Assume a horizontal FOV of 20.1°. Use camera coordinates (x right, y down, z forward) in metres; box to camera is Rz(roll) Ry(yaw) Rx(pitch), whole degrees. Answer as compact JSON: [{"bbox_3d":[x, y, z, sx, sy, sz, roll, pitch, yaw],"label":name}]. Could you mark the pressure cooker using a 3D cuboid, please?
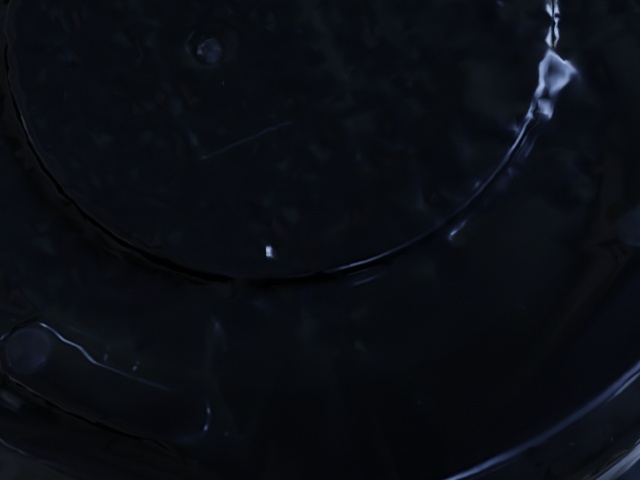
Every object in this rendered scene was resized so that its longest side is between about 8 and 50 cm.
[{"bbox_3d":[-0.002,-0.006,0.787,0.369,0.420,0.376,10,70,5],"label":"pressure cooker"}]
